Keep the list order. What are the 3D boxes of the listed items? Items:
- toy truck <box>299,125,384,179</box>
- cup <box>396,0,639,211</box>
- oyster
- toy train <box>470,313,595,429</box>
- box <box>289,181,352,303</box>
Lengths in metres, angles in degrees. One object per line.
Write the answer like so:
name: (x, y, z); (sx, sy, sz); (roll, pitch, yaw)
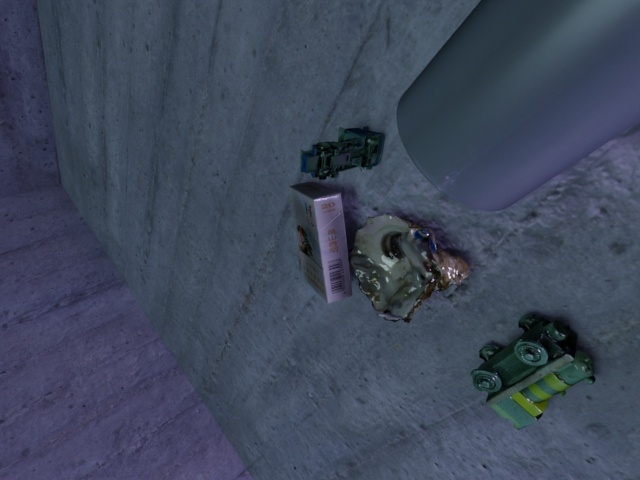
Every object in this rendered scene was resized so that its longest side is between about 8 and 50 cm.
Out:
toy truck: (0.028, -0.157, 0.723); (0.081, 0.175, 0.067); (36, 134, 38)
cup: (0.249, -0.189, 0.420); (0.205, 0.206, 0.312); (57, 145, 8)
oyster: (0.146, 0.041, 0.775); (0.214, 0.083, 0.222); (-52, 53, 39)
toy train: (0.341, 0.211, 0.660); (0.132, 0.083, 0.200); (40, 136, 11)
box: (0.000, -0.001, 0.884); (0.149, 0.067, 0.233); (31, 134, 60)
